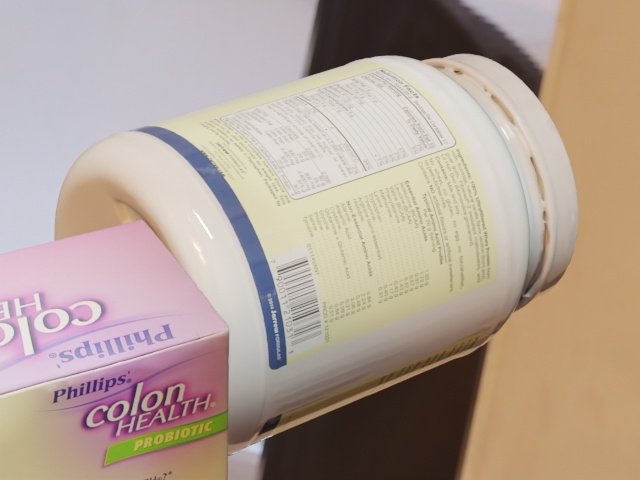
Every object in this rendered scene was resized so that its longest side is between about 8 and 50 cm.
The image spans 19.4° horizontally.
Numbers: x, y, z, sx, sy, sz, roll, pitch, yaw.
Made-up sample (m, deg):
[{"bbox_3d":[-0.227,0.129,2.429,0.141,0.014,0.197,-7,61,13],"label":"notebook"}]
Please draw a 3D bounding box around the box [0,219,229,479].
[{"bbox_3d":[-0.168,0.139,0.997,0.213,0.243,0.117,-15,38,-24],"label":"box"}]

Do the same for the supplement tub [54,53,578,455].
[{"bbox_3d":[0.000,0.000,1.349,0.325,0.235,0.235,-20,13,-32],"label":"supplement tub"}]
